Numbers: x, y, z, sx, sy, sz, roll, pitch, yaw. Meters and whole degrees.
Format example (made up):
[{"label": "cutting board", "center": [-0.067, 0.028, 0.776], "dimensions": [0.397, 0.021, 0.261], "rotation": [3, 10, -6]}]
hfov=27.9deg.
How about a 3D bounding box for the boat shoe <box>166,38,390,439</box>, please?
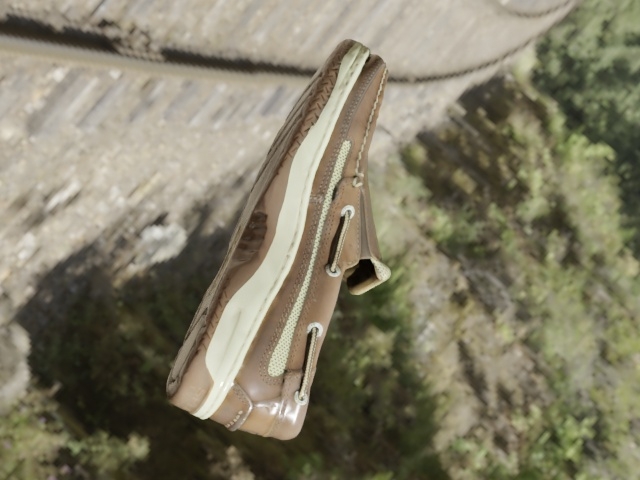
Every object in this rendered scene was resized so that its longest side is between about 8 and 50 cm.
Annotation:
[{"label": "boat shoe", "center": [-0.002, 0.002, 0.793], "dimensions": [0.257, 0.095, 0.095], "rotation": [-66, -170, -16]}]
